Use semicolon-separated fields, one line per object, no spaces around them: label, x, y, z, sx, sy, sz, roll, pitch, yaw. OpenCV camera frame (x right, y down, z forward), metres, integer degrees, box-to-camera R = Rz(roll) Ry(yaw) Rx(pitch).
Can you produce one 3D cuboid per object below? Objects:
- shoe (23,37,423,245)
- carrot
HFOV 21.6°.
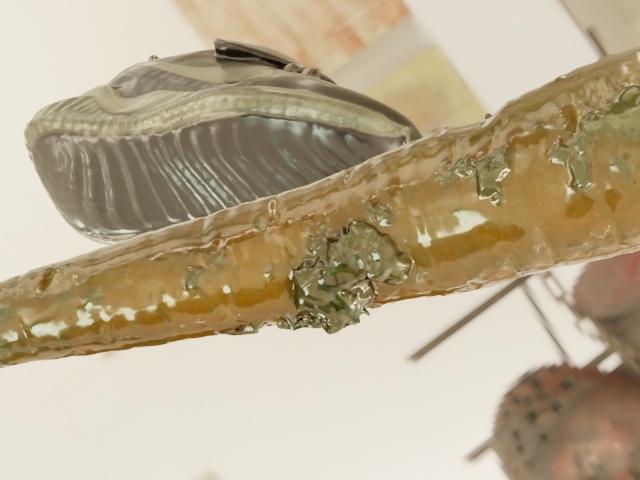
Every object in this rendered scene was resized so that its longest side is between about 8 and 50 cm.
shoe;-0.041;-0.059;0.843;0.227;0.112;0.099;-1;126;31
carrot;0.000;0.000;0.399;0.049;0.254;0.049;-16;-90;-80
